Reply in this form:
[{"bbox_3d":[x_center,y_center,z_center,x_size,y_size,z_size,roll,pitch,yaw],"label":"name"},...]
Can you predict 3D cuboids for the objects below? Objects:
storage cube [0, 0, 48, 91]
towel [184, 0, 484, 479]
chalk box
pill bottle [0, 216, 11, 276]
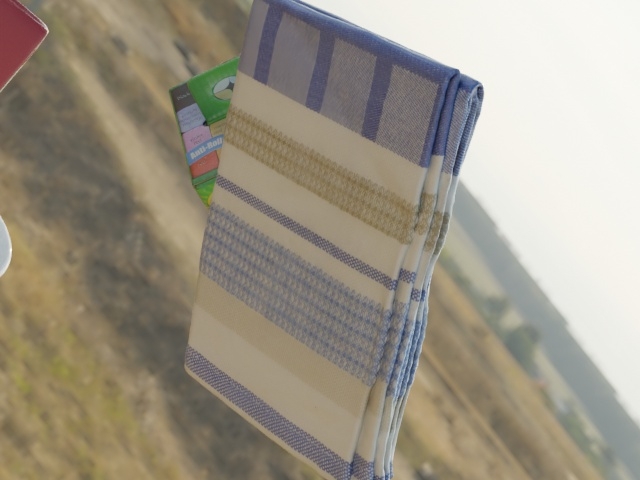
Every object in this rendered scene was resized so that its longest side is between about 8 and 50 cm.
[{"bbox_3d":[-0.366,-0.181,1.307,0.193,0.215,0.183,40,1,-40],"label":"storage cube"},{"bbox_3d":[0.000,0.000,1.047,0.034,0.285,0.209,-5,24,-41],"label":"towel"},{"bbox_3d":[-0.071,-0.119,2.093,0.289,0.180,0.179,57,12,-51],"label":"chalk box"},{"bbox_3d":[-0.378,0.037,1.487,0.108,0.193,0.108,35,35,-30],"label":"pill bottle"}]
